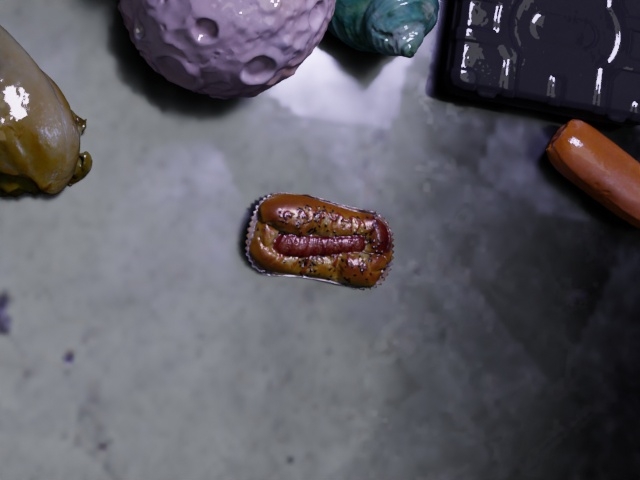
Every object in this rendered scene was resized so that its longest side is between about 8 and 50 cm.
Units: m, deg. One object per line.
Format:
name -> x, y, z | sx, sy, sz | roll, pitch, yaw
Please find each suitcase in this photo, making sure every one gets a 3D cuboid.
suitcase -> 0.305, -0.267, 1.641 | 0.285, 0.066, 0.206 | 8, 88, -12

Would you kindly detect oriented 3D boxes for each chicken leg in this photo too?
chicken leg -> -0.424, -0.233, 1.447 | 0.201, 0.152, 0.429 | -29, 88, -24

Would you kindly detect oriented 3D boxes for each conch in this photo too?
conch -> 0.089, -0.317, 1.554 | 0.196, 0.134, 0.202 | -7, 88, -2

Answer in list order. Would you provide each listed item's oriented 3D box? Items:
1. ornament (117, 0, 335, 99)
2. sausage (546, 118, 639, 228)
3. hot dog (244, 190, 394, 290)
ornament -> -0.113, -0.294, 1.448 | 0.225, 0.259, 0.259 | 40, 80, -33
sausage -> 0.383, -0.082, 1.654 | 0.197, 0.076, 0.076 | 35, 82, -12
hot dog -> 0.000, 0.000, 1.574 | 0.191, 0.059, 0.108 | 10, 91, -15
